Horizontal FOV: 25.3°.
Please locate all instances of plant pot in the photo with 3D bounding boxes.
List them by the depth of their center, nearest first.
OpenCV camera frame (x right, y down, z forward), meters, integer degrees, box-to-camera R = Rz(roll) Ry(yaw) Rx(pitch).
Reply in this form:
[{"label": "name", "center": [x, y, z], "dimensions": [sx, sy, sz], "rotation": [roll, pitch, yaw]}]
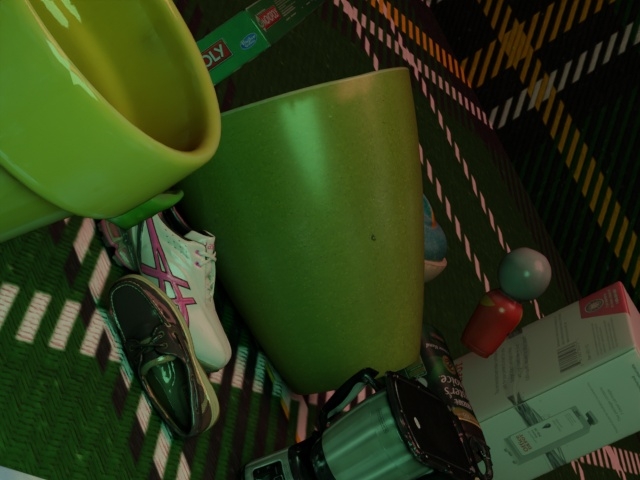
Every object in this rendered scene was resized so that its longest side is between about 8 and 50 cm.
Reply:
[{"label": "plant pot", "center": [-0.234, -0.099, 0.972], "dimensions": [0.254, 0.239, 0.254], "rotation": [50, 19, -24]}, {"label": "plant pot", "center": [0.000, 0.000, 1.475], "dimensions": [0.275, 0.275, 0.293], "rotation": [-22, 95, -73]}]

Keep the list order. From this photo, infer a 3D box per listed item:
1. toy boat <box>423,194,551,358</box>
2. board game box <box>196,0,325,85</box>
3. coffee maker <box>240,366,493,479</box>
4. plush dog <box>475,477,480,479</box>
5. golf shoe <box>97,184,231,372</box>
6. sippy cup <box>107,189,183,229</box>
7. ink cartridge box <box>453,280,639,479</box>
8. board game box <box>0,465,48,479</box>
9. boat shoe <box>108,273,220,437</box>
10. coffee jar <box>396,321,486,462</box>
[{"label": "toy boat", "center": [0.135, 0.006, 1.822], "dimensions": [0.318, 0.148, 0.267], "rotation": [35, 11, 16]}, {"label": "board game box", "center": [-0.116, -0.188, 1.491], "dimensions": [0.046, 0.213, 0.317], "rotation": [56, 17, -9]}, {"label": "coffee maker", "center": [0.043, 0.220, 1.295], "dimensions": [0.171, 0.178, 0.120], "rotation": [46, 23, -29]}, {"label": "plush dog", "center": [0.167, 0.362, 1.430], "dimensions": [0.262, 0.211, 0.225], "rotation": [49, 43, -28]}, {"label": "golf shoe", "center": [-0.127, 0.033, 1.304], "dimensions": [0.186, 0.086, 0.067], "rotation": [60, 16, 0]}, {"label": "sippy cup", "center": [-0.221, -0.169, 1.196], "dimensions": [0.224, 0.240, 0.305], "rotation": [-25, 122, -83]}, {"label": "ink cartridge box", "center": [0.304, 0.196, 1.882], "dimensions": [0.117, 0.283, 0.207], "rotation": [57, 17, -17]}, {"label": "board game box", "center": [-0.218, 0.201, 0.847], "dimensions": [0.211, 0.039, 0.160], "rotation": [35, 28, -54]}, {"label": "boat shoe", "center": [-0.135, 0.099, 1.217], "dimensions": [0.152, 0.056, 0.049], "rotation": [58, 12, -1]}, {"label": "coffee jar", "center": [0.139, 0.196, 1.766], "dimensions": [0.096, 0.079, 0.184], "rotation": [33, 31, -53]}]
